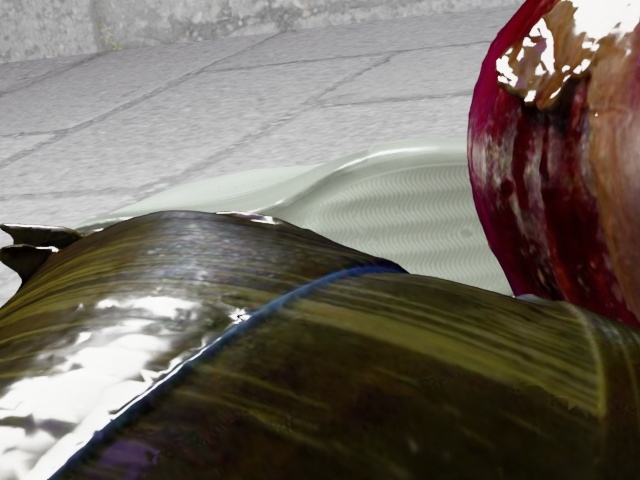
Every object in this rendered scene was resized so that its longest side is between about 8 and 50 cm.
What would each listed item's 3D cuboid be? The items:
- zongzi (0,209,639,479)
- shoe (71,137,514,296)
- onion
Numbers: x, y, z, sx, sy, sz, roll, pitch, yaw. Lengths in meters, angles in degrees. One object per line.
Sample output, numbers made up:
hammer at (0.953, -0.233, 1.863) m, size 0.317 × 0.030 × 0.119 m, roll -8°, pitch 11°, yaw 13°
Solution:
zongzi at (0.032, 0.143, 0.487) m, size 0.432 × 0.207 × 0.403 m, roll 7°, pitch 25°, yaw 16°
shoe at (0.000, 0.000, 1.106) m, size 0.363 × 0.131 × 0.160 m, roll -9°, pitch 9°, yaw 16°
onion at (0.238, -0.111, 0.844) m, size 0.348 × 0.385 × 0.348 m, roll -7°, pitch 12°, yaw 2°
